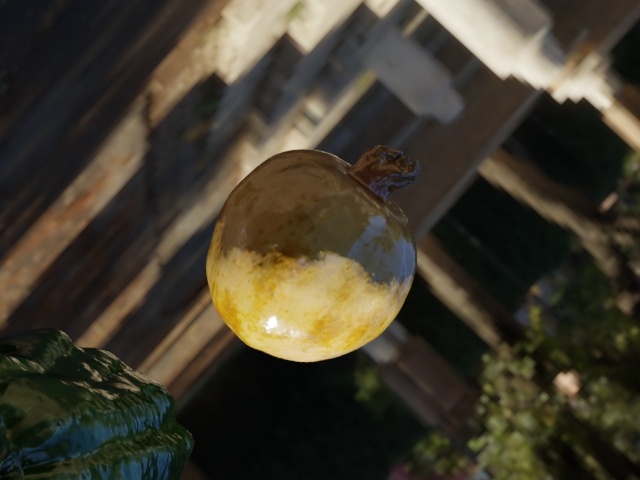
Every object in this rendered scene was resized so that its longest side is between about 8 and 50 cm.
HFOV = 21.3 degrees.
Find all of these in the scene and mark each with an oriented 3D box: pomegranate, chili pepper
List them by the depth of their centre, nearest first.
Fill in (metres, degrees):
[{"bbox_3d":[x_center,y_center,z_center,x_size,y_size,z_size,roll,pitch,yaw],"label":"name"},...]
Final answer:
[{"bbox_3d":[-0.210,0.152,1.233,0.213,0.168,0.385,-16,174,5],"label":"chili pepper"},{"bbox_3d":[-0.011,0.012,1.602,0.207,0.207,0.207,-48,180,0],"label":"pomegranate"}]
